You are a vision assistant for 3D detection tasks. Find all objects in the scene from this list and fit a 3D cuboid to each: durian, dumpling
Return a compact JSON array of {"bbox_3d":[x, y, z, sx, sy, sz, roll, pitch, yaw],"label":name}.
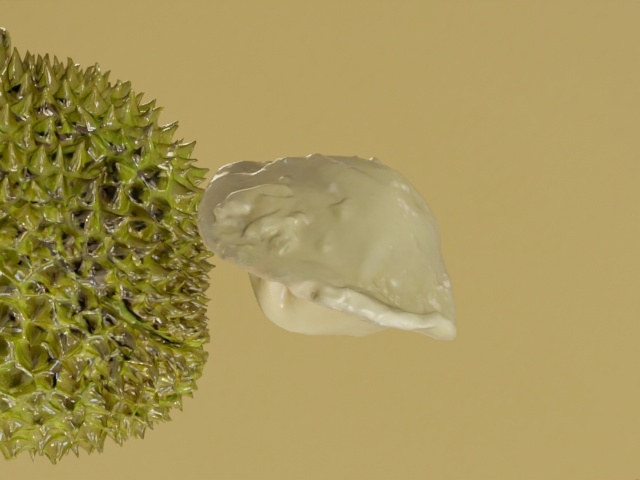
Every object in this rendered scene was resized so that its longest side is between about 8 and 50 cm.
[{"bbox_3d":[-0.127,0.000,0.650,0.146,0.159,0.198,-16,-87,-38],"label":"durian"},{"bbox_3d":[0.001,-0.002,0.406,0.057,0.052,0.076,24,-134,-51],"label":"dumpling"}]
